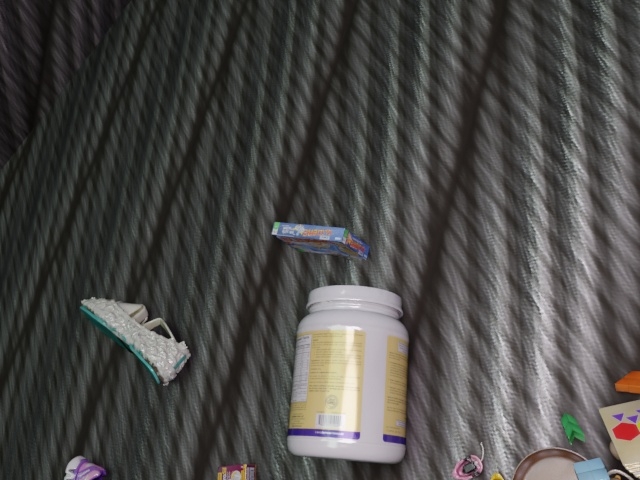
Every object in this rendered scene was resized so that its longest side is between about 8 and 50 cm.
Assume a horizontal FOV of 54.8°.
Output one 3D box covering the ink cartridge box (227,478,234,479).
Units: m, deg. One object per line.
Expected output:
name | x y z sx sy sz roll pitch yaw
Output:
ink cartridge box | -0.155 0.724 1.229 0.308 0.091 0.385 12 62 35

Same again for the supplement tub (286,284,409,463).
supplement tub | 0.061 0.279 1.277 0.240 0.241 0.332 -7 67 29

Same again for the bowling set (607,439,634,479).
bowling set | 0.534 0.455 0.966 0.154 0.287 0.200 -9 99 35

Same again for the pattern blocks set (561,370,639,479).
pattern blocks set | 0.562 0.306 0.994 0.324 0.026 0.285 -14 22 22

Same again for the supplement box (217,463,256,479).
supplement box | -0.195 0.552 1.440 0.083 0.043 0.055 -15 65 26

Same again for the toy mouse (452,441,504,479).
toy mouse | 0.290 0.475 1.186 0.143 0.031 0.161 -15 63 25

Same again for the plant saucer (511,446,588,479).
plant saucer | 0.429 0.461 1.111 0.168 0.029 0.169 -13 64 27

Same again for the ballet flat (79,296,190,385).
ballet flat | -0.506 0.255 1.720 0.408 0.147 0.147 29 87 33

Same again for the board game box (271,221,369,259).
board game box | 0.000 0.000 1.493 0.201 0.136 0.035 6 74 33

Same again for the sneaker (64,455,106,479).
sneaker | -0.623 0.694 1.619 0.104 0.095 0.237 6 77 10
